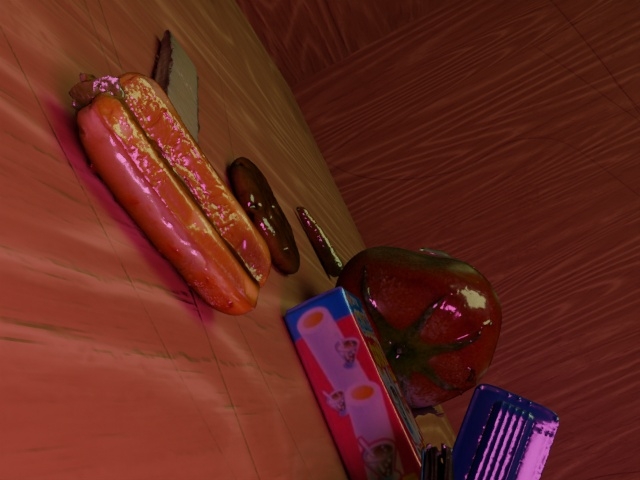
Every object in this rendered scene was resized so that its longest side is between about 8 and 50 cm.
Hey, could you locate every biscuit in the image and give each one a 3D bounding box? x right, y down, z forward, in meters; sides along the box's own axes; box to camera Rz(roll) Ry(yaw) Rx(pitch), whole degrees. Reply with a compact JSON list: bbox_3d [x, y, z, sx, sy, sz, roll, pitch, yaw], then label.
[{"bbox_3d":[-0.084,-0.039,0.961,0.212,0.036,0.212,62,7,-14],"label":"biscuit"}]

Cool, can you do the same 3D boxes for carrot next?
[{"bbox_3d":[0.000,0.000,1.388,0.191,0.047,0.047,62,7,-7],"label":"carrot"}]

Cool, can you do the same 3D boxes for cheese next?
[{"bbox_3d":[-0.188,-0.183,0.771,0.400,0.034,0.085,-106,172,-54],"label":"cheese"}]

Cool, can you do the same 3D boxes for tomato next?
[{"bbox_3d":[0.172,0.140,1.055,0.303,0.303,0.239,62,30,-11],"label":"tomato"}]

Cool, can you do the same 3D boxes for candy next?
[{"bbox_3d":[0.064,0.225,0.828,0.306,0.100,0.157,64,8,17],"label":"candy"}]

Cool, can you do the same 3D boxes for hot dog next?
[{"bbox_3d":[-0.130,-0.036,0.520,0.250,0.076,0.104,55,30,-30],"label":"hot dog"}]

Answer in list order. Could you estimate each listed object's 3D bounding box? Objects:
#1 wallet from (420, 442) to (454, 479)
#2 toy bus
[{"bbox_3d":[0.112,0.362,0.547,0.317,0.044,0.169,-68,147,-61],"label":"wallet"},{"bbox_3d":[0.282,0.399,0.994,0.138,0.287,0.175,20,-10,20],"label":"toy bus"}]
